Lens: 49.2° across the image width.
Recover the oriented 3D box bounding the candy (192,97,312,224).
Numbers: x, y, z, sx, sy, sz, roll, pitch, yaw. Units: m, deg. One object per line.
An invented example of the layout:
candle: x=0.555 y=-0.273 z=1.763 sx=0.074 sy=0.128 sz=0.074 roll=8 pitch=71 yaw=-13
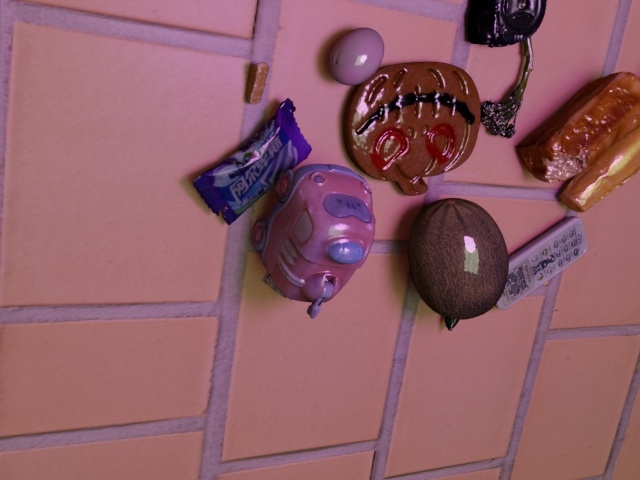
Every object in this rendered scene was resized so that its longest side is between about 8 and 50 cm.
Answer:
candy: x=-0.133 y=-0.162 z=1.466 sx=0.275 sy=0.070 sz=0.145 roll=-43 pitch=130 yaw=-11

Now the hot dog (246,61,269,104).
hot dog: x=-0.132 y=-0.325 z=1.428 sx=0.030 sy=0.034 sz=0.090 roll=-7 pitch=130 yaw=-37

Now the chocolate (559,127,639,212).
chocolate: x=0.823 y=-0.258 z=1.906 sx=0.445 sy=0.162 sz=0.162 roll=-47 pitch=122 yaw=-1

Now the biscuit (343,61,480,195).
biscuit: x=0.221 y=-0.254 z=1.624 sx=0.367 sy=0.063 sz=0.315 roll=-9 pitch=110 yaw=-26

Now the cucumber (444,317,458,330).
cucumber: x=0.389 y=0.104 z=1.843 sx=0.056 sy=0.056 sz=0.285 roll=22 pitch=93 yaw=-32

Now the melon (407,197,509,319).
melon: x=0.329 y=0.041 z=1.678 sx=0.237 sy=0.237 sz=0.302 roll=-25 pitch=116 yaw=-19

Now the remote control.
remote control: x=0.595 y=0.058 z=1.926 sx=0.335 sy=0.065 sz=0.128 roll=-31 pitch=121 yaw=-15

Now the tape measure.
tape measure: x=0.432 y=-0.547 z=1.606 sx=0.186 sy=0.112 sz=0.199 roll=-13 pitch=114 yaw=-26

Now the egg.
egg: x=0.077 y=-0.388 z=1.474 sx=0.135 sy=0.103 sz=0.103 roll=-47 pitch=122 yaw=-7

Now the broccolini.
broccolini: x=0.454 y=-0.388 z=1.708 sx=0.123 sy=0.062 sz=0.272 roll=4 pitch=102 yaw=-37

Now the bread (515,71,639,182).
bread: x=0.677 y=-0.281 z=1.781 sx=0.344 sy=0.195 sz=0.149 roll=-40 pitch=101 yaw=-10

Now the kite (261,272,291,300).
kite: x=-0.065 y=0.077 z=1.619 sx=0.152 sy=0.005 sz=0.137 roll=-11 pitch=112 yaw=-25

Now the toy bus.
toy bus: x=0.000 y=0.000 z=1.467 sx=0.197 sy=0.232 sz=0.294 roll=11 pitch=126 yaw=-31
